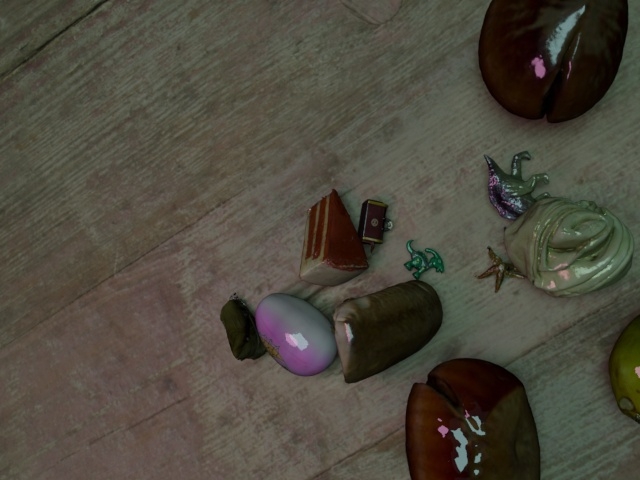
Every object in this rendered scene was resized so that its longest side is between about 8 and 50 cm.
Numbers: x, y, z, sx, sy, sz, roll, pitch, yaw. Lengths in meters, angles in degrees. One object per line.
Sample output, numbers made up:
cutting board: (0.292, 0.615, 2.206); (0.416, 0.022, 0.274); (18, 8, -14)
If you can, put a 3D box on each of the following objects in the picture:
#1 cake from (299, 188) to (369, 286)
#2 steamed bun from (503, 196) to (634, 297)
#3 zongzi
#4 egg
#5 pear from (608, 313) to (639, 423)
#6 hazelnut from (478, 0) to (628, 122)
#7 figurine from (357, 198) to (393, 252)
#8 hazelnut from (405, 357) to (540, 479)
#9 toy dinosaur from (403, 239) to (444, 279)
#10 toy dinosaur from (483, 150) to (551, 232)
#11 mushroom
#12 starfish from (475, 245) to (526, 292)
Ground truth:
cake: (0.000, 0.000, 1.796); (0.158, 0.159, 0.262); (-36, 72, 41)
steamed bun: (0.656, 0.025, 1.617); (0.289, 0.203, 0.276); (44, 103, -1)
zongzi: (-0.252, 0.256, 1.814); (0.094, 0.204, 0.205); (-38, 76, 14)
egg: (-0.070, 0.264, 1.783); (0.196, 0.196, 0.271); (-44, 59, 4)
pear: (0.858, 0.312, 1.533); (0.268, 0.269, 0.322); (22, 76, 14)
hazelnut: (0.603, -0.536, 1.649); (0.401, 0.402, 0.430); (24, 94, 14)
figurine: (0.162, -0.038, 1.831); (0.097, 0.082, 0.155); (8, 85, -10)
hazelnut: (0.369, 0.507, 1.579); (0.358, 0.359, 0.410); (-9, 73, 12)
toy dinosaur: (0.291, 0.056, 1.797); (0.096, 0.059, 0.132); (-38, 85, -3)
toy dinosaur: (0.561, -0.122, 1.742); (0.162, 0.077, 0.294); (-24, 80, 2)
mushroom: (0.176, 0.237, 1.622); (0.313, 0.397, 0.225); (-16, 85, 7)
starfish: (0.497, 0.073, 1.751); (0.132, 0.041, 0.131); (-25, 77, 9)
